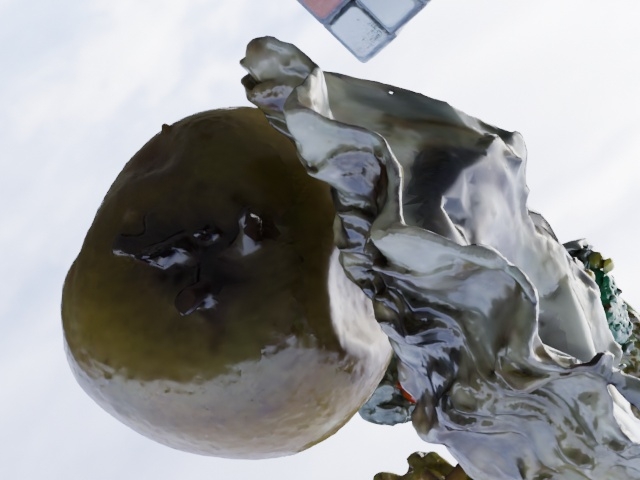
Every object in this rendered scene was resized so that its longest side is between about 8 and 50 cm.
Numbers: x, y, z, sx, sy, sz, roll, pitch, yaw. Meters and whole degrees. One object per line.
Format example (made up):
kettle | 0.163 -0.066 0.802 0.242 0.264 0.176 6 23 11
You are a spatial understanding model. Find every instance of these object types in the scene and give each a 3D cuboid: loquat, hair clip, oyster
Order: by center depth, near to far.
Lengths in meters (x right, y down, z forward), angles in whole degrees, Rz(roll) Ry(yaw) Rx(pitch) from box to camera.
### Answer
oyster | 0.089 0.040 0.679 0.114 0.351 0.238 -30 -145 11
loquat | -0.046 0.026 0.786 0.213 0.213 0.213 -27 -151 17
hair clip | 0.161 0.073 1.110 0.321 0.138 0.091 -9 175 -35

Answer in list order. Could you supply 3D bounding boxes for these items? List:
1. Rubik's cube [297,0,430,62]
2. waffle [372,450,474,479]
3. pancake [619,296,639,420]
Rubik's cube | 0.076 -0.398 1.431 0.253 0.256 0.259 -37 -167 45
waffle | 0.107 0.307 1.142 0.245 0.052 0.254 -16 -111 39
pancake | 0.315 0.211 1.388 0.197 0.377 0.054 -8 -163 13
